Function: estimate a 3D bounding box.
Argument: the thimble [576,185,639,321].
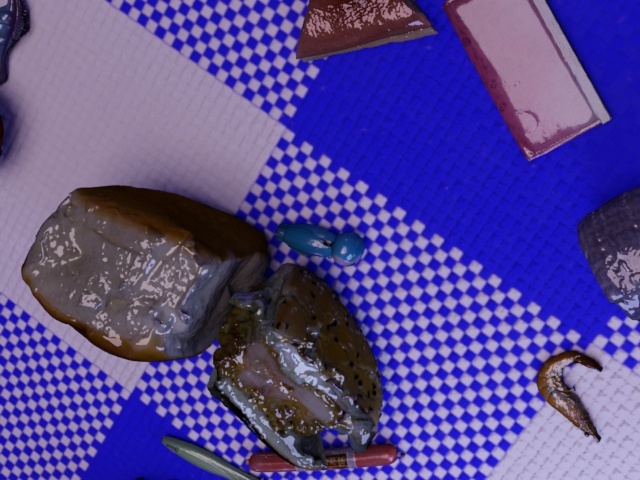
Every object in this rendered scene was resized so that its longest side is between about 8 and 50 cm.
[{"bbox_3d":[0.384,0.015,1.341,0.097,0.150,0.150,-31,91,24],"label":"thimble"}]

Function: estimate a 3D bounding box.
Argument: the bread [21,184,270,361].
[{"bbox_3d":[-0.243,0.040,1.533,0.279,0.250,0.225,28,104,18],"label":"bread"}]

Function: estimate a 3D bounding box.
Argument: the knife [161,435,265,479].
[{"bbox_3d":[-0.114,0.366,1.683,0.293,0.020,0.043,23,108,13],"label":"knife"}]

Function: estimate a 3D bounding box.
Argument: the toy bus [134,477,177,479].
[{"bbox_3d":[-0.177,0.501,1.666,0.323,0.162,0.194,16,109,18],"label":"toy bus"}]

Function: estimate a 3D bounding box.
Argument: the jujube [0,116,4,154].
[{"bbox_3d":[-0.580,-0.182,1.634,0.250,0.174,0.174,31,112,7],"label":"jujube"}]

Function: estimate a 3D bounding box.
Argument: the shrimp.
[{"bbox_3d":[0.343,0.205,1.470,0.091,0.025,0.127,-35,87,23],"label":"shrimp"}]

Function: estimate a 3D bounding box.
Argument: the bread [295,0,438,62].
[{"bbox_3d":[0.048,-0.299,1.427,0.192,0.067,0.119,-7,108,23],"label":"bread"}]

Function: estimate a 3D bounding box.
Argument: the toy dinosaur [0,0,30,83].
[{"bbox_3d":[-0.465,-0.318,1.626,0.080,0.045,0.197,19,117,1],"label":"toy dinosaur"}]

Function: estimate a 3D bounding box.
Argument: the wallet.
[{"bbox_3d":[0.255,-0.224,1.393,0.119,0.025,0.232,-28,93,23],"label":"wallet"}]

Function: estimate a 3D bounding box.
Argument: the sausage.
[{"bbox_3d":[0.003,0.317,1.620,0.253,0.034,0.034,-9,100,21],"label":"sausage"}]

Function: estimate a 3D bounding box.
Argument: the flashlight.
[{"bbox_3d":[0.000,0.000,1.535,0.129,0.051,0.051,17,109,22],"label":"flashlight"}]

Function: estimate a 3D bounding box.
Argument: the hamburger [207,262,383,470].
[{"bbox_3d":[-0.031,0.160,1.518,0.167,0.192,0.288,-22,125,30],"label":"hamburger"}]
